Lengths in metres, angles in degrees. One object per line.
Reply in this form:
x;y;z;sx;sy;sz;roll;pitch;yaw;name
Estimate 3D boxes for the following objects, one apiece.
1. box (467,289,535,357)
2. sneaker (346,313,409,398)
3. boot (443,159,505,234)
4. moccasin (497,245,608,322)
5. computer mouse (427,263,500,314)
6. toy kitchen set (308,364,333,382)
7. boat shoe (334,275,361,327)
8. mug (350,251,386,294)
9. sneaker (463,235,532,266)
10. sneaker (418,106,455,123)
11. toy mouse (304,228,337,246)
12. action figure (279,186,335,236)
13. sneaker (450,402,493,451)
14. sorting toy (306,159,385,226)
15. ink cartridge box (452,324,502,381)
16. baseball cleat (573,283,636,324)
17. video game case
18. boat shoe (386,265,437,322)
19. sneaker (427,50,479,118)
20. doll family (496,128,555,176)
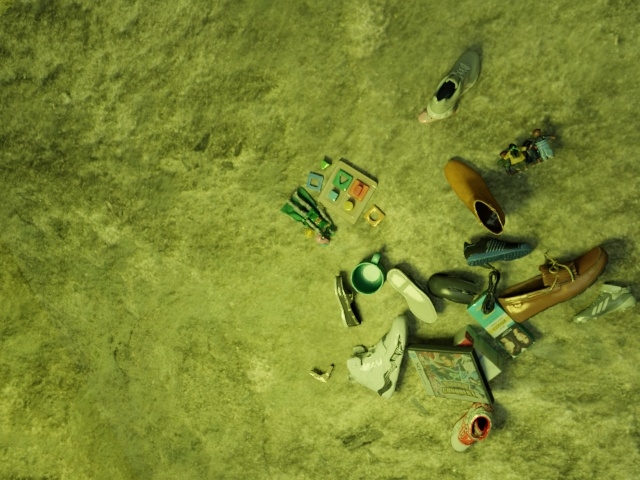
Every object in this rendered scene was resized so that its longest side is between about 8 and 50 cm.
0.664;0.308;1.775;0.244;0.060;0.100;45;112;5;box
0.224;0.448;1.916;0.210;0.137;0.366;14;109;13;sneaker
0.528;-0.155;1.638;0.104;0.211;0.295;-41;87;21;boot
0.797;0.134;1.660;0.380;0.139;0.147;-37;97;32;moccasin
0.521;0.148;1.761;0.261;0.060;0.184;19;94;32;computer mouse
0.006;0.562;2.075;0.083;0.068;0.075;24;81;13;toy kitchen set
0.110;0.243;1.946;0.068;0.081;0.228;-10;105;18;boat shoe
0.203;0.130;1.876;0.157;0.097;0.130;-34;89;22;mug
0.629;0.025;1.716;0.232;0.081;0.091;-9;60;3;sneaker
0.406;-0.447;1.692;0.134;0.070;0.051;-11;100;22;sneaker
0.000;0.000;1.906;0.143;0.161;0.031;31;85;-6;toy mouse
-0.031;-0.097;1.915;0.232;0.063;0.137;40;77;-1;action figure
0.577;0.741;1.856;0.090;0.145;0.270;29;110;11;sneaker
0.101;-0.184;1.868;0.347;0.047;0.196;33;110;9;sorting toy
0.585;0.419;1.791;0.175;0.127;0.072;44;113;6;ink cartridge box
0.964;0.212;1.656;0.205;0.072;0.110;-24;80;18;baseball cleat
0.484;0.499;1.807;0.274;0.035;0.248;-7;116;44;video game case
0.357;0.204;1.848;0.254;0.079;0.095;45;116;8;boat shoe
0.455;-0.532;1.598;0.099;0.121;0.263;32;85;11;sneaker
0.695;-0.300;1.627;0.192;0.076;0.112;-25;89;17;doll family
